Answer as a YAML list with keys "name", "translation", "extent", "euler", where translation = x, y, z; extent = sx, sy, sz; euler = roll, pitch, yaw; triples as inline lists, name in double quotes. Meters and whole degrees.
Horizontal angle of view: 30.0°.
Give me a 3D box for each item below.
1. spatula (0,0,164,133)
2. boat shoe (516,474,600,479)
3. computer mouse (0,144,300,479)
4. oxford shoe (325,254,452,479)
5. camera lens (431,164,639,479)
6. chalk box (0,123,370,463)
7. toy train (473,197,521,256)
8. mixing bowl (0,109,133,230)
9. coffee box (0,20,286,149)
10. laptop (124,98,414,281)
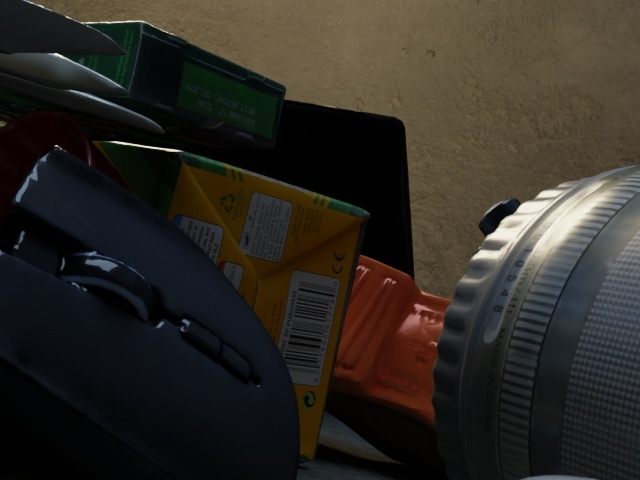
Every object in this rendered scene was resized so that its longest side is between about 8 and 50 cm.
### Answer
- name: "spatula"
  translation: [-0.185, -0.094, 0.469]
  extent: [0.242, 0.019, 0.168]
  euler: [18, -2, 1]
- name: "boat shoe"
  translation: [0.041, 0.114, 0.279]
  extent: [0.226, 0.083, 0.076]
  euler: [-1, 21, -46]
- name: "computer mouse"
  translation: [-0.061, 0.055, 0.330]
  extent: [0.060, 0.184, 0.262]
  euler: [-10, -46, 18]
- name: "oxford shoe"
  translation: [0.117, 0.120, 0.867]
  extent: [0.364, 0.130, 0.132]
  euler: [27, -24, 23]
- name: "camera lens"
  translation: [0.203, 0.077, 0.487]
  extent: [0.219, 0.219, 0.274]
  euler: [15, -2, -30]
- name: "chalk box"
  translation: [-0.143, 0.029, 0.827]
  extent: [0.289, 0.180, 0.179]
  euler: [10, -4, 44]
- name: "toy train"
  translation: [0.284, 0.104, 1.268]
  extent: [0.334, 0.142, 0.190]
  euler: [54, -1, 18]
- name: "mixing bowl"
  translation: [-0.143, 0.034, 0.618]
  extent: [0.098, 0.181, 0.181]
  euler: [34, -14, -37]
- name: "coffee box"
  translation: [-0.123, -0.082, 0.648]
  extent: [0.184, 0.040, 0.113]
  euler: [7, -6, 38]
- name: "laptop"
  translation: [0.000, 0.000, 1.353]
  extent: [0.382, 0.236, 0.408]
  euler: [14, -2, 34]
